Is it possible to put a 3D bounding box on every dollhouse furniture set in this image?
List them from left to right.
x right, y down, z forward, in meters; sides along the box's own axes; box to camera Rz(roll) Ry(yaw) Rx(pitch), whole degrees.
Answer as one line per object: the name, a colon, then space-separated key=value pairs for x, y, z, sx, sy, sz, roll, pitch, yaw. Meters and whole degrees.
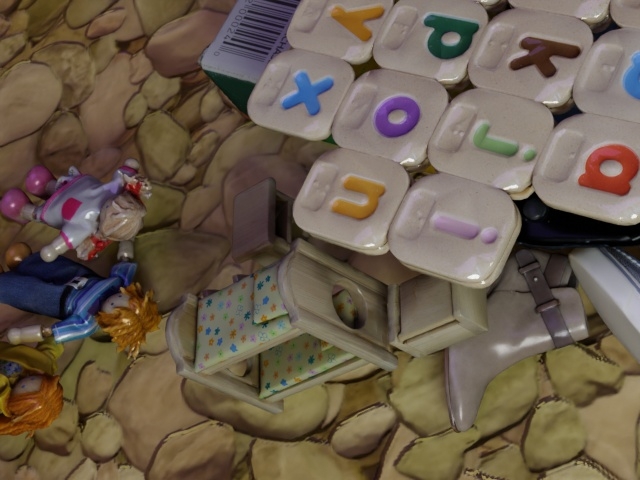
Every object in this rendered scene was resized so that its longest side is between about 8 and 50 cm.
dollhouse furniture set: x=0.000 y=0.000 z=0.820 sx=0.182 sy=0.101 sz=0.161 roll=-26 pitch=50 yaw=36

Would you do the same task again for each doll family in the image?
doll family: x=-0.207 y=0.058 z=0.946 sx=0.163 sy=0.118 sz=0.263 roll=15 pitch=53 yaw=41

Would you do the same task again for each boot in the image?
boot: x=0.123 y=0.059 z=0.791 sx=0.087 sy=0.042 sz=0.118 roll=-6 pitch=67 yaw=17
boot: x=0.231 y=0.052 z=0.723 sx=0.086 sy=0.069 sz=0.190 roll=-37 pitch=59 yaw=-4

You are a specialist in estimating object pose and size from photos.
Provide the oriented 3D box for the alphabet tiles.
alphabet tiles: x=0.096 y=-0.113 z=0.760 sx=0.278 sy=0.021 sz=0.284 roll=17 pitch=73 yaw=34

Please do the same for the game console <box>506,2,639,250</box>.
game console: x=0.183 y=-0.159 z=0.782 sx=0.213 sy=0.044 sz=0.361 roll=-4 pitch=63 yaw=23

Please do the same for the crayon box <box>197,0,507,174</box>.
crayon box: x=0.092 y=-0.152 z=0.904 sx=0.318 sy=0.081 sz=0.202 roll=21 pitch=74 yaw=36
